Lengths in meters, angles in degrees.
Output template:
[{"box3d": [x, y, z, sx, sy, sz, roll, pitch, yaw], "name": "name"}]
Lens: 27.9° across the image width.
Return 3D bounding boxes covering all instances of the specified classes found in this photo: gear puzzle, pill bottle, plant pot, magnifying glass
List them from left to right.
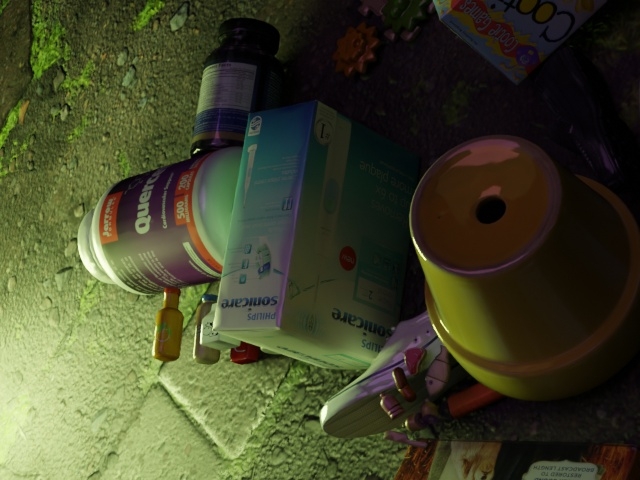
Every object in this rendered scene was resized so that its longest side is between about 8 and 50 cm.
[{"box3d": [-0.207, -0.020, 1.882, 0.323, 0.181, 0.181, -13, 64, 40], "name": "pill bottle"}, {"box3d": [-0.120, -0.214, 1.924, 0.123, 0.123, 0.219, -9, 67, 42], "name": "pill bottle"}, {"box3d": [0.115, -0.380, 1.822, 0.339, 0.044, 0.175, -53, 45, 14], "name": "gear puzzle"}, {"box3d": [0.213, 0.016, 1.377, 0.254, 0.239, 0.254, -12, 59, 22], "name": "plant pot"}, {"box3d": [0.244, 0.150, 1.487, 0.231, 0.026, 0.092, -32, 53, 32], "name": "magnifying glass"}]

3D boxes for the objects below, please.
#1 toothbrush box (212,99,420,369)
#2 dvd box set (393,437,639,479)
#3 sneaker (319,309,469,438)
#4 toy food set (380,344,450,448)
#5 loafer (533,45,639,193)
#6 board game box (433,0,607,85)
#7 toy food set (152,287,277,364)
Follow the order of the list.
[{"box3d": [0.000, 0.000, 1.649, 0.126, 0.216, 0.295, -5, 69, 43], "name": "toothbrush box"}, {"box3d": [0.145, 0.392, 1.329, 0.307, 0.062, 0.420, -6, 43, 43], "name": "dvd box set"}, {"box3d": [0.106, 0.154, 1.584, 0.258, 0.094, 0.091, -33, 43, 19], "name": "sneaker"}, {"box3d": [0.107, 0.177, 1.504, 0.078, 0.019, 0.122, 10, 86, 27], "name": "toy food set"}, {"box3d": [0.310, -0.133, 1.512, 0.078, 0.076, 0.223, -43, 43, 29], "name": "loafer"}, {"box3d": [0.277, -0.352, 1.558, 0.275, 0.142, 0.144, -44, 28, 22], "name": "board game box"}, {"box3d": [-0.126, 0.108, 1.799, 0.232, 0.111, 0.104, -17, 62, 42], "name": "toy food set"}]
